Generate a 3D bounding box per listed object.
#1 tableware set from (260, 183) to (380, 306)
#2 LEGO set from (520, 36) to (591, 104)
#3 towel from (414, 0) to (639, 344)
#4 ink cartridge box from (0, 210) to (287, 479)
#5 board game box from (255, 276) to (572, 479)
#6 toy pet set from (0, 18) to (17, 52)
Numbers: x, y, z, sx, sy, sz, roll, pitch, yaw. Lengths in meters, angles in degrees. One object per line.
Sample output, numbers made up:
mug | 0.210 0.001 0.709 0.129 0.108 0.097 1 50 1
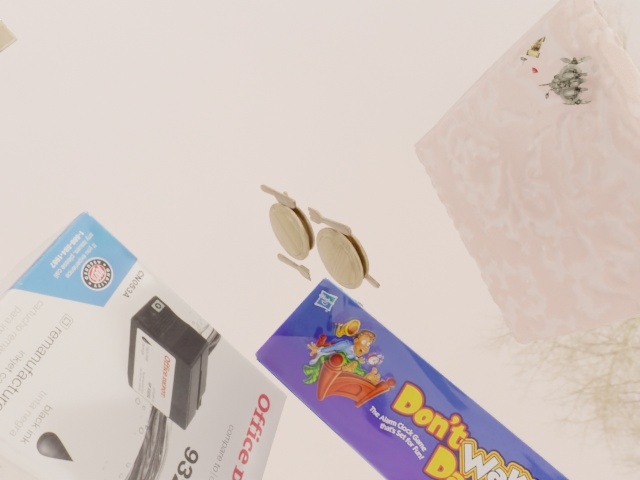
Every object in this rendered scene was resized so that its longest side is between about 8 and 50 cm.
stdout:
tableware set | 0.000 0.000 0.745 0.039 0.194 0.128 -30 -53 -28
LEGO set | 0.236 -0.163 0.561 0.083 0.054 0.023 27 -145 9
towel | 0.275 -0.056 0.673 0.053 0.317 0.331 -20 -102 -28
ink cartridge box | -0.196 0.163 0.541 0.307 0.129 0.223 48 -147 -22
board game box | 0.117 0.194 0.456 0.347 0.233 0.078 39 -101 16
toy pet set | -0.375 -0.225 0.563 0.065 0.122 0.114 -54 -49 -27
